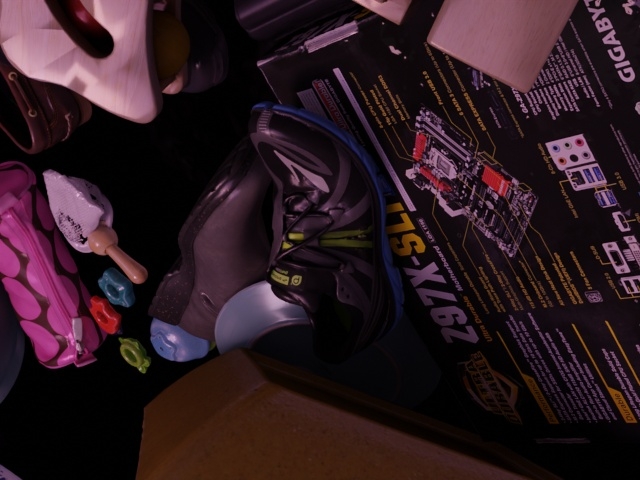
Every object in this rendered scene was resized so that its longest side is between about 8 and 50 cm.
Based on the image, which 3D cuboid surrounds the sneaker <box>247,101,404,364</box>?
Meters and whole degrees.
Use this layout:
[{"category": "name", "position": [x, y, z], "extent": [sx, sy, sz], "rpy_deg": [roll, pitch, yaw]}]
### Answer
[{"category": "sneaker", "position": [0.000, 0.000, 0.624], "extent": [0.067, 0.078, 0.188], "rpy_deg": [13, 133, 41]}]

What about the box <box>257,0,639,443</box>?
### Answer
[{"category": "box", "position": [0.141, -0.019, 0.604], "extent": [0.257, 0.079, 0.322], "rpy_deg": [-12, 117, 49]}]

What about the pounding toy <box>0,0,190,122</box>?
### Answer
[{"category": "pounding toy", "position": [-0.105, -0.224, 0.625], "extent": [0.154, 0.155, 0.270], "rpy_deg": [6, 115, 7]}]

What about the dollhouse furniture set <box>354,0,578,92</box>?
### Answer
[{"category": "dollhouse furniture set", "position": [0.067, -0.175, 0.467], "extent": [0.151, 0.123, 0.144], "rpy_deg": [28, 114, 6]}]

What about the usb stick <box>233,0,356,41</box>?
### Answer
[{"category": "usb stick", "position": [0.050, -0.176, 0.546], "extent": [0.045, 0.077, 0.278], "rpy_deg": [31, 152, -34]}]

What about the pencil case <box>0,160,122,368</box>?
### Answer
[{"category": "pencil case", "position": [-0.283, 0.029, 1.013], "extent": [0.098, 0.095, 0.209], "rpy_deg": [51, 165, 58]}]

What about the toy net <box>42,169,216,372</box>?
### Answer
[{"category": "toy net", "position": [-0.195, 0.026, 0.972], "extent": [0.122, 0.045, 0.232], "rpy_deg": [-8, 117, 47]}]

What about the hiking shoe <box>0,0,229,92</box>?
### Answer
[{"category": "hiking shoe", "position": [-0.174, -0.148, 0.734], "extent": [0.226, 0.114, 0.086], "rpy_deg": [24, 138, 23]}]

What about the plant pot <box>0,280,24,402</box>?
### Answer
[{"category": "plant pot", "position": [-0.453, 0.103, 1.112], "extent": [0.293, 0.293, 0.196], "rpy_deg": [16, 161, 31]}]

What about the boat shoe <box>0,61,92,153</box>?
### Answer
[{"category": "boat shoe", "position": [-0.287, -0.164, 0.856], "extent": [0.207, 0.073, 0.073], "rpy_deg": [46, 143, 0]}]

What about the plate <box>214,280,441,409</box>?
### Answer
[{"category": "plate", "position": [0.004, 0.099, 0.815], "extent": [0.188, 0.024, 0.188], "rpy_deg": [7, 137, 7]}]

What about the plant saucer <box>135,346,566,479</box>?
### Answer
[{"category": "plant saucer", "position": [0.046, 0.159, 0.696], "extent": [0.332, 0.081, 0.333], "rpy_deg": [21, 177, -8]}]

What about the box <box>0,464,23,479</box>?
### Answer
[{"category": "box", "position": [-0.494, 0.422, 1.526], "extent": [0.137, 0.126, 0.072], "rpy_deg": [26, 140, 20]}]

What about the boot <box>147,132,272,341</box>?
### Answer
[{"category": "boot", "position": [-0.036, 0.027, 0.822], "extent": [0.161, 0.083, 0.246], "rpy_deg": [29, 141, -1]}]
